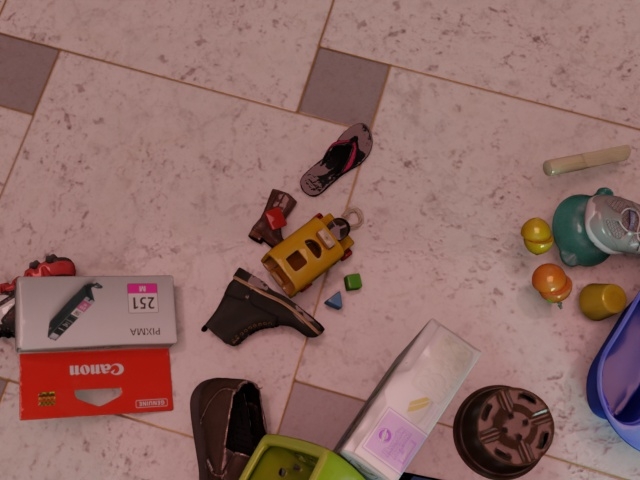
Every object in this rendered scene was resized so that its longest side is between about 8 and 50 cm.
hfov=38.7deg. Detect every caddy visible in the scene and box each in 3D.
[{"bbox_3d":[0.607,0.209,1.549,0.241,0.179,0.341,33,78,9],"label":"caddy"}]

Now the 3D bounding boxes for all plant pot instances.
[{"bbox_3d":[0.316,0.317,1.535,0.167,0.165,0.167,0,74,1],"label":"plant pot"},{"bbox_3d":[-0.014,0.448,1.389,0.207,0.227,0.228,35,71,-21],"label":"plant pot"}]

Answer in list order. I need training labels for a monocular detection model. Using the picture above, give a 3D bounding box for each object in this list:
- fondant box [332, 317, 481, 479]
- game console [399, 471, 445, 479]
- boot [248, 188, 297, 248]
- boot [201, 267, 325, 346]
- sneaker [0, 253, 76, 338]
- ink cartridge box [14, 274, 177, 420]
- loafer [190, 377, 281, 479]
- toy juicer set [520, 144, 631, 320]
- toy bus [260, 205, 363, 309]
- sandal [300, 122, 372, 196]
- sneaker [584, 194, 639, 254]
[{"bbox_3d":[0.121,0.275,1.456,0.096,0.330,0.238,35,73,7],"label":"fondant box"},{"bbox_3d":[0.276,0.428,1.492,0.361,0.213,0.044,7,80,16],"label":"game console"},{"bbox_3d":[-0.066,-0.035,1.713,0.106,0.037,0.114,27,73,7],"label":"boot"},{"bbox_3d":[-0.105,0.156,1.648,0.198,0.077,0.137,31,82,23],"label":"boot"},{"bbox_3d":[-0.560,0.137,1.647,0.276,0.097,0.135,-25,73,-6],"label":"sneaker"},{"bbox_3d":[-0.389,0.183,1.595,0.275,0.060,0.239,1,72,-24],"label":"ink cartridge box"},{"bbox_3d":[-0.129,0.397,1.521,0.134,0.130,0.366,-2,69,-42],"label":"loafer"},{"bbox_3d":[0.451,-0.028,1.651,0.209,0.089,0.329,10,78,-16],"label":"toy juicer set"},{"bbox_3d":[-0.006,0.011,1.637,0.191,0.104,0.202,8,74,-12],"label":"toy bus"},{"bbox_3d":[0.034,-0.155,1.737,0.067,0.040,0.179,43,80,12],"label":"sandal"},{"bbox_3d":[0.582,-0.021,1.587,0.281,0.115,0.105,15,73,-25],"label":"sneaker"}]
